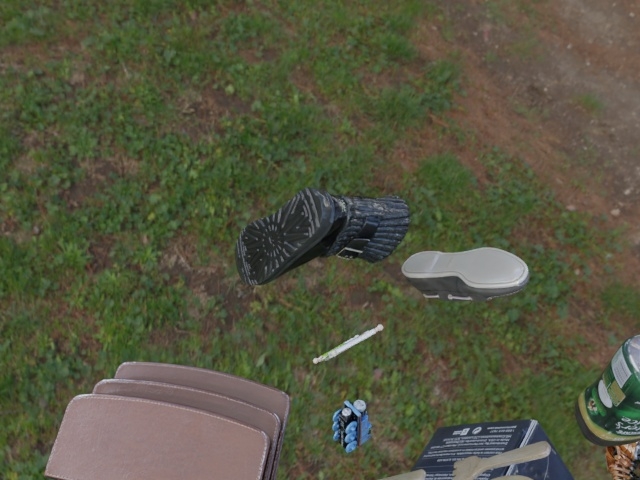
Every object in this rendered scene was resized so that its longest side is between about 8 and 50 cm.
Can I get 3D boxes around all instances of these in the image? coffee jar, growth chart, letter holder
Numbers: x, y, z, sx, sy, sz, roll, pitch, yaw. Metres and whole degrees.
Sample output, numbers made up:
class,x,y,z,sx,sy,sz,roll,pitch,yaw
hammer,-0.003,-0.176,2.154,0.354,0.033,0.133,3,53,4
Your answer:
class,x,y,z,sx,sy,sz,roll,pitch,yaw
coffee jar,0.392,0.191,0.841,0.096,0.184,0.079,-5,53,-8
growth chart,0.076,0.275,1.785,0.171,0.237,0.021,-27,83,-17
letter holder,-0.212,0.284,1.015,0.301,0.152,0.215,9,67,7

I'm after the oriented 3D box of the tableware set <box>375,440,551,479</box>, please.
class,x,y,z,sx,sy,sz,roll,pitch,yaw
tableware set,0.082,0.218,0.460,0.039,0.194,0.128,47,40,-16

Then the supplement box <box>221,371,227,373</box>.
class,x,y,z,sx,sy,sz,roll,pitch,yaw
supplement box,-0.288,0.585,1.897,0.195,0.194,0.357,30,51,-28

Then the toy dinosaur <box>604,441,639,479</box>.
class,x,y,z,sx,sy,sz,roll,pitch,yaw
toy dinosaur,0.783,0.551,1.671,0.218,0.164,0.322,36,54,20

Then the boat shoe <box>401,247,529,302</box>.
class,x,y,z,sx,sy,sz,roll,pitch,yaw
boat shoe,0.324,0.084,1.473,0.112,0.335,0.095,-50,120,-25

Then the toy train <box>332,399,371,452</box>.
class,x,y,z,sx,sy,sz,roll,pitch,yaw
toy train,0.092,0.525,1.925,0.105,0.184,0.080,-32,50,-29

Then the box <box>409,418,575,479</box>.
class,x,y,z,sx,sy,sz,roll,pitch,yaw
box,0.365,0.719,1.403,0.471,0.297,0.480,-42,103,-42

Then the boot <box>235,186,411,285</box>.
class,x,y,z,sx,sy,sz,roll,pitch,yaw
boot,0.002,0.004,1.446,0.260,0.348,0.131,2,68,-42
